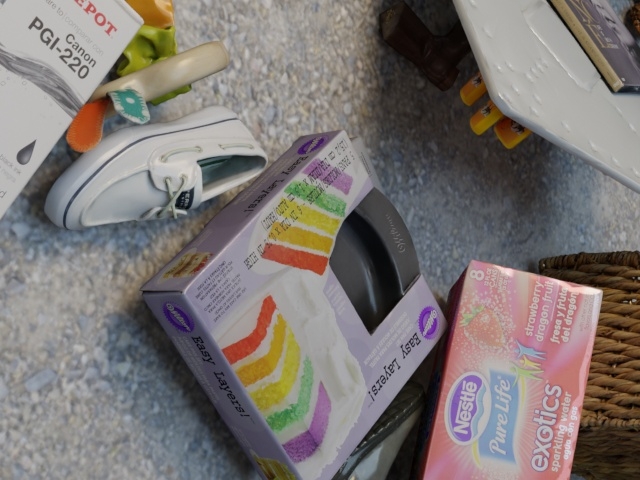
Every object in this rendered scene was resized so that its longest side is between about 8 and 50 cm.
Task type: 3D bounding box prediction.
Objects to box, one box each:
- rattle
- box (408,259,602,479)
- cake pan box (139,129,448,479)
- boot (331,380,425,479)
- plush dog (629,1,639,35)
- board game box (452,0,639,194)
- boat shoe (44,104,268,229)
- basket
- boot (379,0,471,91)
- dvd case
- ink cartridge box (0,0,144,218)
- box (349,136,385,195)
[{"bbox_3d":[-0.166,-0.165,1.076,0.200,0.130,0.142,-32,119,-57],"label":"rattle"},{"bbox_3d":[0.178,0.189,1.313,0.142,0.154,0.300,13,76,1],"label":"box"},{"bbox_3d":[-0.010,0.063,1.204,0.267,0.070,0.245,-46,119,-37],"label":"cake pan box"},{"bbox_3d":[0.035,0.264,1.281,0.246,0.083,0.161,-43,124,-35],"label":"boot"},{"bbox_3d":[0.477,-0.386,1.717,0.262,0.210,0.225,-29,122,-13],"label":"plush dog"},{"bbox_3d":[0.249,-0.201,1.416,0.390,0.050,0.390,24,38,-39],"label":"board game box"},{"bbox_3d":[-0.133,-0.058,1.127,0.076,0.083,0.226,39,46,20],"label":"boat shoe"},{"bbox_3d":[0.386,0.151,1.454,0.213,0.299,0.223,37,62,-34],"label":"basket"},{"bbox_3d":[0.118,-0.237,1.434,0.114,0.037,0.106,36,59,-29],"label":"boot"},{"bbox_3d":[0.316,-0.265,1.512,0.164,0.018,0.221,-9,63,-57],"label":"dvd case"},{"bbox_3d":[-0.263,-0.138,0.986,0.158,0.092,0.218,45,69,-38],"label":"ink cartridge box"},{"bbox_3d":[0.000,0.000,1.291,0.186,0.038,0.145,-36,110,-38],"label":"box"}]
